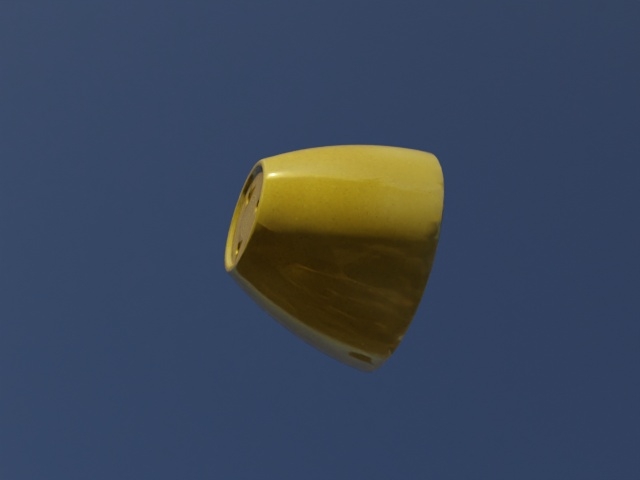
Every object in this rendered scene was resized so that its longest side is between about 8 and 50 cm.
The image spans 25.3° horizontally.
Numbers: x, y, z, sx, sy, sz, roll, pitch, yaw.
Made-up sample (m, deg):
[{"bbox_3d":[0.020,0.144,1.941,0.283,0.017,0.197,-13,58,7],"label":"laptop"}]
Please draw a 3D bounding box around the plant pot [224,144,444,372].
[{"bbox_3d":[0.000,0.000,0.821,0.095,0.134,0.134,16,-70,-14],"label":"plant pot"}]
